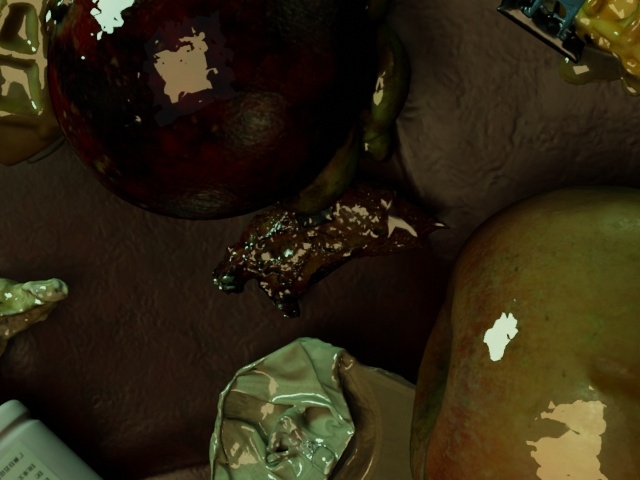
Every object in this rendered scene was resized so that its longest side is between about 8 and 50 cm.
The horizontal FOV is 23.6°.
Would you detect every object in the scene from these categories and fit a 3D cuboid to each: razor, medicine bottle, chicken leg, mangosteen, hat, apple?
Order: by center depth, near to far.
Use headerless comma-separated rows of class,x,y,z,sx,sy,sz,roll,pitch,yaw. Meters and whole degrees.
razor,0.238,-0.260,1.202,0.082,0.042,0.253,37,113,6
apple,0.239,0.127,1.242,0.305,0.338,0.338,11,110,-5
mangosteen,-0.078,-0.152,1.272,0.311,0.311,0.311,5,107,18
chicken leg,0.000,0.000,1.417,0.234,0.063,0.105,-29,99,23
hat,0.023,0.213,1.470,0.245,0.149,0.214,26,95,-26
medicine bottle,-0.266,0.289,1.558,0.250,0.133,0.133,41,114,3

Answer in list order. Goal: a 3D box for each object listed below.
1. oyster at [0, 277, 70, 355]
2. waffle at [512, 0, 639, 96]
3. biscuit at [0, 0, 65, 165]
oyster,-0.440,0.073,1.585,0.396,0.111,0.204,16,128,14
waffle,0.294,-0.262,1.238,0.329,0.062,0.329,6,109,17
biscuit,-0.324,-0.260,1.386,0.366,0.115,0.268,41,98,-13
